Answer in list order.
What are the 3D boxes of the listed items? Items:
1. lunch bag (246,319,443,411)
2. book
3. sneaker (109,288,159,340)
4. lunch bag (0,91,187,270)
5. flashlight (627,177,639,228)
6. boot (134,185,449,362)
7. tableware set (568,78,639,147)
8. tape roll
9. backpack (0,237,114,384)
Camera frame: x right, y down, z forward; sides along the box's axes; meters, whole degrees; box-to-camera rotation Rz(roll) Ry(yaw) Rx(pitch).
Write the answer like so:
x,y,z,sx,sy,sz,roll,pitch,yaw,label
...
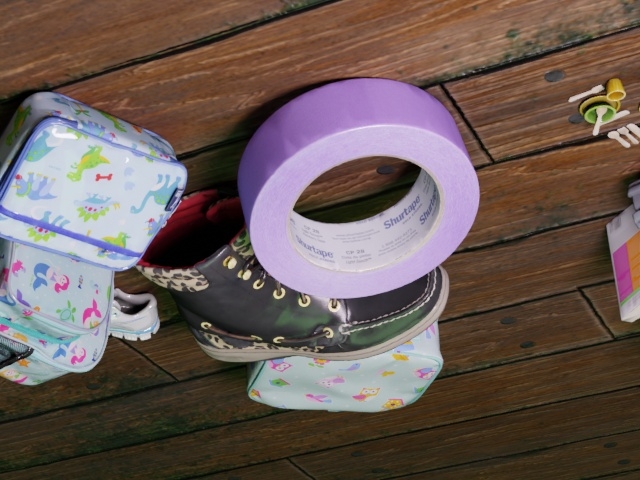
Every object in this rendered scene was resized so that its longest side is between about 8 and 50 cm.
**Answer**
x,y,z,sx,sy,sz,roll,pitch,yaw,label
0.039,0.163,2.318,0.279,0.107,0.224,4,148,-14,lunch bag
0.417,0.023,2.059,0.035,0.144,0.096,11,149,-24,book
-0.320,0.097,2.216,0.191,0.071,0.083,-5,146,-15,sneaker
-0.278,-0.061,1.827,0.219,0.090,0.176,22,112,-37,lunch bag
0.531,-0.087,1.923,0.304,0.103,0.103,-26,114,33,flashlight
-0.048,0.042,2.048,0.378,0.138,0.284,-7,149,23,boot
0.374,-0.148,1.869,0.104,0.024,0.154,-23,145,31,tableware set
0.044,-0.057,1.849,0.275,0.090,0.274,-9,135,-9,tape roll
-0.365,0.056,1.959,0.191,0.225,0.253,-16,144,28,backpack
